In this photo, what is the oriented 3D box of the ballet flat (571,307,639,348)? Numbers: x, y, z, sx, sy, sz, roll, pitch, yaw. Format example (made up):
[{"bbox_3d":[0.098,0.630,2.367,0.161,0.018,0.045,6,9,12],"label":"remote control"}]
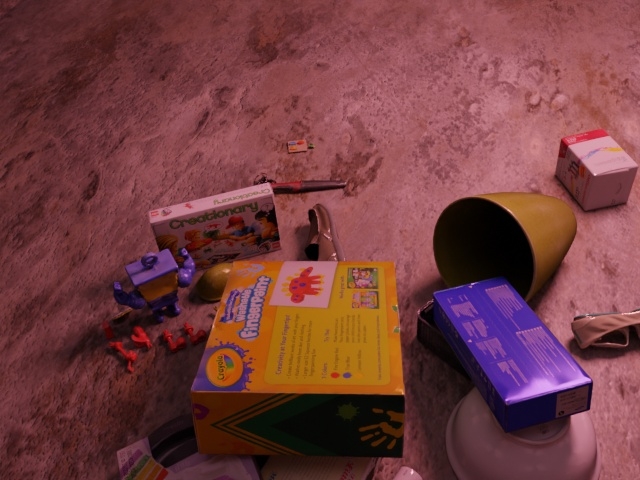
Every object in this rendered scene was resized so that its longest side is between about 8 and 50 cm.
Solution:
[{"bbox_3d":[0.671,0.189,1.489,0.249,0.086,0.086,-10,44,-2],"label":"ballet flat"}]

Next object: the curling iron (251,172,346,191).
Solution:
[{"bbox_3d":[-0.063,-0.166,1.960,0.274,0.035,0.068,0,44,7],"label":"curling iron"}]

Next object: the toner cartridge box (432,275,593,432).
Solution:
[{"bbox_3d":[0.355,0.205,1.323,0.165,0.075,0.348,-11,31,-8],"label":"toner cartridge box"}]

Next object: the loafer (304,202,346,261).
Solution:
[{"bbox_3d":[0.000,0.000,1.736,0.088,0.094,0.251,-9,44,-10],"label":"loafer"}]

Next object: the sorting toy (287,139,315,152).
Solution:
[{"bbox_3d":[-0.058,-0.295,2.111,0.083,0.012,0.062,-7,43,-1],"label":"sorting toy"}]

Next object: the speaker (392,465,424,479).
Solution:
[{"bbox_3d":[0.133,0.481,1.245,0.055,0.055,0.136,24,52,28],"label":"speaker"}]

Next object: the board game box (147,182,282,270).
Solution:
[{"bbox_3d":[-0.258,-0.025,1.720,0.305,0.193,0.053,-15,44,-9],"label":"board game box"}]

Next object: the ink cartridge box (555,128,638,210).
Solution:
[{"bbox_3d":[0.732,-0.188,1.829,0.127,0.128,0.176,-13,43,-7],"label":"ink cartridge box"}]

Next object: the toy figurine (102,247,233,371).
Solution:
[{"bbox_3d":[-0.337,0.108,1.572,0.363,0.217,0.191,-23,46,-16],"label":"toy figurine"}]

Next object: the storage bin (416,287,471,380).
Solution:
[{"bbox_3d":[0.309,0.203,1.497,0.122,0.084,0.180,-33,49,-25],"label":"storage bin"}]

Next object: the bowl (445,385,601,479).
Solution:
[{"bbox_3d":[0.387,0.354,1.295,0.298,0.134,0.297,-4,43,3],"label":"bowl"}]

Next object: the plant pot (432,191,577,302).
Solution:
[{"bbox_3d":[0.462,-0.002,1.598,0.294,0.274,0.275,-19,43,-38],"label":"plant pot"}]

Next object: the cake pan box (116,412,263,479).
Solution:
[{"bbox_3d":[-0.240,0.441,1.275,0.246,0.070,0.267,-23,35,-9],"label":"cake pan box"}]

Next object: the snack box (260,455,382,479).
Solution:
[{"bbox_3d":[0.013,0.416,1.322,0.187,0.060,0.322,15,47,24],"label":"snack box"}]

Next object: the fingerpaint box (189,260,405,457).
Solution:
[{"bbox_3d":[-0.027,0.218,1.374,0.371,0.163,0.444,0,29,3],"label":"fingerpaint box"}]
